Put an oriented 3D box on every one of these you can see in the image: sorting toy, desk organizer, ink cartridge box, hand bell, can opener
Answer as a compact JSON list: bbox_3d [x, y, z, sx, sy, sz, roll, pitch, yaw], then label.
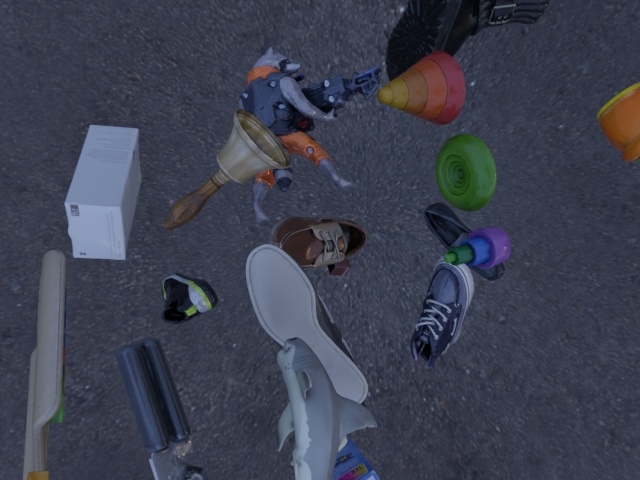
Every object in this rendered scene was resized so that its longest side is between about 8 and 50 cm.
[{"bbox_3d":[-0.305,0.195,0.704,0.041,0.229,0.307,5,49,-25],"label":"sorting toy"},{"bbox_3d":[0.044,0.040,1.842,0.050,0.047,0.130,5,51,-26],"label":"desk organizer"},{"bbox_3d":[0.092,0.659,1.584,0.151,0.395,0.269,-30,95,-10],"label":"ink cartridge box"},{"bbox_3d":[-0.181,-0.096,1.063,0.242,0.126,0.126,-39,89,18],"label":"hand bell"},{"bbox_3d":[-0.255,0.297,0.975,0.095,0.076,0.283,-24,84,43],"label":"can opener"},{"bbox_3d":[0.183,-0.122,0.993,0.126,0.127,0.365,-13,82,-29],"label":"sorting toy"}]

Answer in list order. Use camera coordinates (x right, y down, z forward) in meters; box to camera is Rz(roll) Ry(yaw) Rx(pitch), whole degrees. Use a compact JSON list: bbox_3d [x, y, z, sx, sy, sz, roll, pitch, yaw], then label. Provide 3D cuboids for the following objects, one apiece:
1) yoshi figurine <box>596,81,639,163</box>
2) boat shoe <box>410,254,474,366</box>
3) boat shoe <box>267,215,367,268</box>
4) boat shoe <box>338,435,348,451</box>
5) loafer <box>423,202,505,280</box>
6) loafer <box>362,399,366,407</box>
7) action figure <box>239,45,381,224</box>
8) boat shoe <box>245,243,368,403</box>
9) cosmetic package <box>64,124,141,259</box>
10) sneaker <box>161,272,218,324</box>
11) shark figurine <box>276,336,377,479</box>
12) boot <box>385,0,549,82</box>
[{"bbox_3d":[0.420,-0.018,0.521,0.203,0.203,0.362,-27,66,-10],"label":"yoshi figurine"},{"bbox_3d":[0.336,0.210,1.767,0.127,0.158,0.340,22,135,30],"label":"boat shoe"},{"bbox_3d":[0.000,0.000,1.366,0.117,0.324,0.123,2,101,29],"label":"boat shoe"},{"bbox_3d":[-0.001,0.462,1.359,0.135,0.050,0.045,-48,118,-14],"label":"boat shoe"},{"bbox_3d":[0.313,0.006,1.392,0.223,0.078,0.076,48,122,15],"label":"loafer"},{"bbox_3d":[0.066,0.406,1.542,0.080,0.220,0.078,17,56,31],"label":"loafer"},{"bbox_3d":[-0.043,-0.238,1.223,0.342,0.179,0.330,-25,71,24],"label":"action figure"},{"bbox_3d":[-0.032,0.153,1.108,0.112,0.095,0.335,-33,100,-5],"label":"boat shoe"},{"bbox_3d":[-0.635,-0.149,1.861,0.156,0.384,0.217,2,135,-10],"label":"cosmetic package"},{"bbox_3d":[-0.304,0.126,1.315,0.097,0.235,0.084,-39,105,-29],"label":"sneaker"},{"bbox_3d":[0.011,0.250,0.755,0.116,0.166,0.278,3,74,-18],"label":"shark figurine"},{"bbox_3d":[0.292,-0.425,1.226,0.260,0.348,0.131,-19,68,-23],"label":"boot"}]
